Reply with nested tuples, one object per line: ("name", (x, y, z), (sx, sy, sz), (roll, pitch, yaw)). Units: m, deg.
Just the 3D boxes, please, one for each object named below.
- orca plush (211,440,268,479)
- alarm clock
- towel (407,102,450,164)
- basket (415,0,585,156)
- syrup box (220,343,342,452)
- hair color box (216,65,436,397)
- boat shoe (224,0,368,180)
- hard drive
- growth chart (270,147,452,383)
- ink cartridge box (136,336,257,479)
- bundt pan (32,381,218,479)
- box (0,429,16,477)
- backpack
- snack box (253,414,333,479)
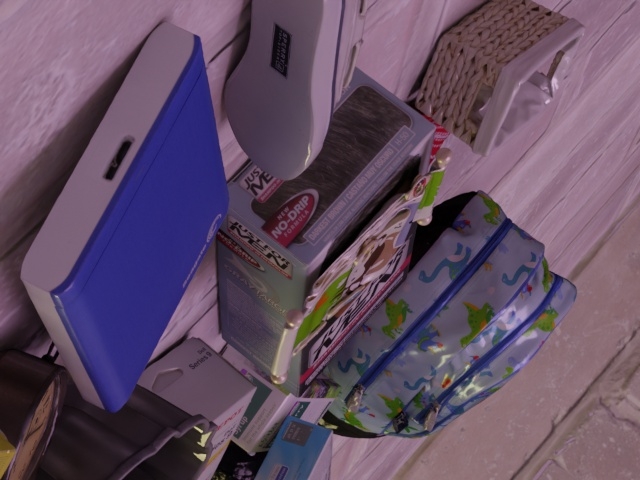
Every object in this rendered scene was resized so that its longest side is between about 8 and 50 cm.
("orca plush", (-0.065, 0.289, 2.508), (0.151, 0.102, 0.287), (-51, 168, -4))
("alarm clock", (-0.240, 0.136, 1.538), (0.129, 0.064, 0.192), (106, 9, -48))
("towel", (0.068, -0.051, 2.214), (0.275, 0.031, 0.199), (-57, 166, 23))
("basket", (0.189, -0.183, 2.099), (0.167, 0.103, 0.113), (-40, 157, -48))
("syrup box", (-0.061, 0.175, 2.227), (0.093, 0.096, 0.237), (-55, 168, 3))
("hair color box", (0.000, 0.000, 1.922), (0.185, 0.113, 0.374), (-48, 166, -18))
("boat shoe", (-0.010, -0.153, 1.529), (0.088, 0.096, 0.267), (-39, 154, -30))
("hard drive", (-0.138, -0.006, 1.486), (0.210, 0.040, 0.319), (-63, 171, -17))
("growth chart", (0.034, 0.026, 1.816), (0.237, 0.021, 0.172), (-47, 167, -15))
("ink cartridge box", (-0.170, 0.219, 1.969), (0.154, 0.093, 0.212), (-37, 158, -48))
("bundt pan", (-0.242, 0.248, 1.723), (0.331, 0.124, 0.331), (-49, 168, -14))
("box", (-0.312, 0.213, 1.443), (0.058, 0.087, 0.232), (-2, 132, -53))
("backpack", (0.146, 0.089, 2.365), (0.290, 0.273, 0.355), (-41, 160, -32))
("snack box", (-0.050, 0.367, 2.185), (0.322, 0.060, 0.187), (93, 19, -45))
